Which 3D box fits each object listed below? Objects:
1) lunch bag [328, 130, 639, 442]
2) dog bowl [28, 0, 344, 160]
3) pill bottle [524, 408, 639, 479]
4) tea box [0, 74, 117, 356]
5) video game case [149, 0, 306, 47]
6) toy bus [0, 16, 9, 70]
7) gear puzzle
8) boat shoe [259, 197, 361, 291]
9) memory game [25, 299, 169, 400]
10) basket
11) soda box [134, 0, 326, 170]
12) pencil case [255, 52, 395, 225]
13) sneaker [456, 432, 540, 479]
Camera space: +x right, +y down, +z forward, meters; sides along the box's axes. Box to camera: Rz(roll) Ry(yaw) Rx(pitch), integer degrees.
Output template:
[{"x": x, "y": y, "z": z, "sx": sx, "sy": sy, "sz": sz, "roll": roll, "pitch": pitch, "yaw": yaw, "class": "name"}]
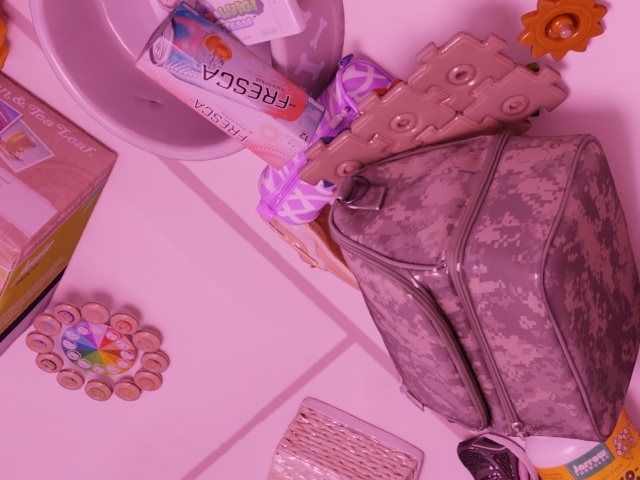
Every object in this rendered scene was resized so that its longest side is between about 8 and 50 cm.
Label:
[{"x": 0.163, "y": 0.050, "z": 1.695, "sx": 0.256, "sy": 0.212, "sz": 0.305, "roll": 4, "pitch": 141, "yaw": 29, "class": "lunch bag"}, {"x": -0.152, "y": -0.237, "z": 1.777, "sx": 0.348, "sy": 0.102, "sz": 0.349, "roll": 15, "pitch": 128, "yaw": 20, "class": "dog bowl"}, {"x": 0.295, "y": 0.236, "z": 1.845, "sx": 0.117, "sy": 0.117, "sz": 0.208, "roll": -23, "pitch": 108, "yaw": 40, "class": "pill bottle"}, {"x": -0.470, "y": -0.040, "z": 2.026, "sx": 0.329, "sy": 0.220, "sz": 0.323, "roll": 35, "pitch": 132, "yaw": 4, "class": "tea box"}, {"x": -0.106, "y": -0.253, "z": 1.656, "sx": 0.157, "sy": 0.019, "sz": 0.143, "roll": -8, "pitch": 117, "yaw": 35, "class": "video game case"}, {"x": -0.430, "y": -0.300, "z": 1.884, "sx": 0.220, "sy": 0.149, "sz": 0.211, "roll": 34, "pitch": 117, "yaw": 1, "class": "toy bus"}, {"x": 0.135, "y": -0.144, "z": 1.665, "sx": 0.175, "sy": 0.044, "sz": 0.339, "roll": 24, "pitch": 129, "yaw": -38, "class": "gear puzzle"}, {"x": 0.000, "y": 0.000, "z": 1.891, "sx": 0.170, "sy": 0.063, "sz": 0.059, "roll": 44, "pitch": 136, "yaw": 8, "class": "boat shoe"}, {"x": -0.281, "y": 0.142, "z": 2.153, "sx": 0.186, "sy": 0.012, "sz": 0.186, "roll": 7, "pitch": 134, "yaw": 7, "class": "memory game"}, {"x": 0.023, "y": 0.286, "z": 2.052, "sx": 0.167, "sy": 0.103, "sz": 0.113, "roll": 25, "pitch": 131, "yaw": 14, "class": "basket"}, {"x": -0.087, "y": -0.151, "z": 1.675, "sx": 0.183, "sy": 0.058, "sz": 0.063, "roll": 35, "pitch": 140, "yaw": -14, "class": "soda box"}, {"x": 0.010, "y": -0.100, "z": 1.790, "sx": 0.086, "sy": 0.088, "sz": 0.206, "roll": 39, "pitch": 134, "yaw": 1, "class": "pencil case"}, {"x": 0.223, "y": 0.302, "z": 1.963, "sx": 0.178, "sy": 0.077, "sz": 0.072, "roll": 45, "pitch": 132, "yaw": -6, "class": "sneaker"}]
